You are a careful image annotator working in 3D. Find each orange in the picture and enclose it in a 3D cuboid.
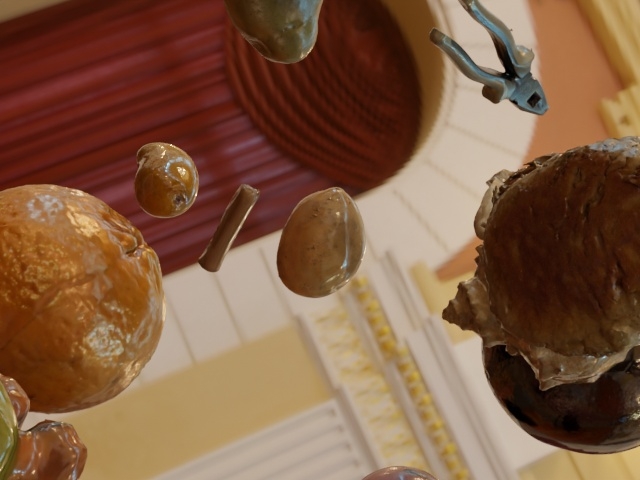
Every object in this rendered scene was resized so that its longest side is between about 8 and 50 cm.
[{"bbox_3d":[-0.377,0.075,1.987,0.340,0.293,0.340,53,4,-5],"label":"orange"}]

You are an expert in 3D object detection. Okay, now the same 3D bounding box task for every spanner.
[{"bbox_3d":[0.254,-0.252,1.989,0.040,0.095,0.325,41,5,37],"label":"spanner"}]

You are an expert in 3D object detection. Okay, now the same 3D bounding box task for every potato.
[{"bbox_3d":[-0.002,0.002,1.799,0.112,0.147,0.112,24,-1,1],"label":"potato"},{"bbox_3d":[-0.057,-0.341,1.955,0.157,0.157,0.194,42,-29,57],"label":"potato"}]

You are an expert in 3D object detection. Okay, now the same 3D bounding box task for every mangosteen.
[{"bbox_3d":[0.369,0.132,1.835,0.297,0.297,0.313,63,-34,19],"label":"mangosteen"}]

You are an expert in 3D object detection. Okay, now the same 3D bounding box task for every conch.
[{"bbox_3d":[0.282,0.037,1.560,0.186,0.324,0.263,118,-38,-52],"label":"conch"}]

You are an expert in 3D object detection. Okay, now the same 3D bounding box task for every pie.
[{"bbox_3d":[0.204,0.003,1.040,0.079,0.193,0.163,6,61,-59],"label":"pie"}]

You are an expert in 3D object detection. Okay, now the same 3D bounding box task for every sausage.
[{"bbox_3d":[-0.093,-0.013,1.425,0.026,0.026,0.116,58,-46,31],"label":"sausage"}]

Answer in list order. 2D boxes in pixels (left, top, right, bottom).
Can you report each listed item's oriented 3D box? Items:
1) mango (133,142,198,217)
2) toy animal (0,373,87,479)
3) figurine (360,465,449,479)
[{"bbox_3d":[-0.240,-0.096,2.161,0.184,0.102,0.084,-115,-167,-61],"label":"mango"},{"bbox_3d":[-0.385,0.159,1.228,0.216,0.191,0.338,36,-3,37],"label":"toy animal"},{"bbox_3d":[0.116,0.409,2.031,0.173,0.173,0.173,58,-19,33],"label":"figurine"}]
